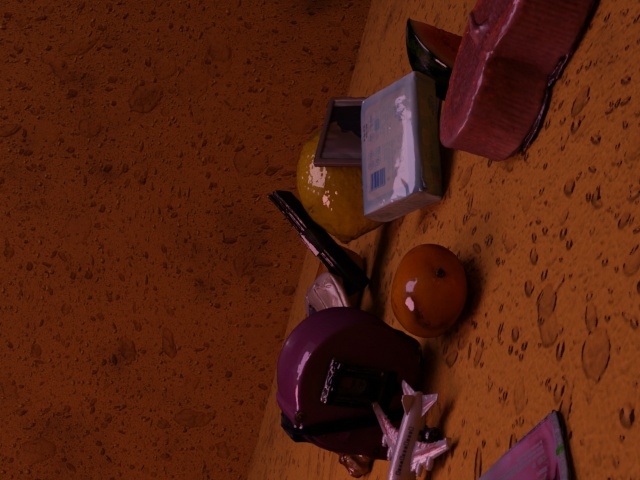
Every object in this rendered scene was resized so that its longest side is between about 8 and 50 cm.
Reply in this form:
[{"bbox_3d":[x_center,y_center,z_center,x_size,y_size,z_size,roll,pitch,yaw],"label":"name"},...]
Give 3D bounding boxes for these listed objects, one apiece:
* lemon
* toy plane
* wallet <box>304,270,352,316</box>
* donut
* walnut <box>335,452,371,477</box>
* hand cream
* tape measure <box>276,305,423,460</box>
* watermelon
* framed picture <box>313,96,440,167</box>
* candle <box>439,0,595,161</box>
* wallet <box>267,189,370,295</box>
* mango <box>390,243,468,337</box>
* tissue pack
[{"bbox_3d":[0.077,-0.150,1.640,0.268,0.268,0.321,120,147,-64],"label":"lemon"},{"bbox_3d":[0.130,0.297,0.981,0.162,0.066,0.171,10,96,56],"label":"toy plane"},{"bbox_3d":[0.031,0.220,1.588,0.335,0.068,0.274,120,136,-66],"label":"wallet"},{"bbox_3d":[0.040,0.145,1.862,0.277,0.109,0.277,-165,90,-82],"label":"donut"},{"bbox_3d":[0.065,0.389,1.326,0.170,0.069,0.142,135,151,-70],"label":"walnut"},{"bbox_3d":[0.187,0.286,0.741,0.275,0.050,0.079,-61,40,41],"label":"hand cream"},{"bbox_3d":[0.054,0.230,1.099,0.149,0.245,0.231,-155,78,-67],"label":"tape measure"},{"bbox_3d":[0.242,-0.362,1.425,0.193,0.137,0.145,55,146,22],"label":"watermelon"},{"bbox_3d":[0.127,-0.245,1.512,0.018,0.266,0.192,61,-143,-57],"label":"framed picture"},{"bbox_3d":[0.269,-0.297,1.002,0.287,0.132,0.316,-80,10,-56],"label":"candle"},{"bbox_3d":[0.001,-0.001,1.668,0.044,0.317,0.169,-42,-7,12],"label":"wallet"},{"bbox_3d":[0.163,0.076,1.061,0.219,0.113,0.144,-138,60,-87],"label":"mango"},{"bbox_3d":[0.163,-0.186,1.371,0.177,0.089,0.263,-22,61,48],"label":"tissue pack"}]
